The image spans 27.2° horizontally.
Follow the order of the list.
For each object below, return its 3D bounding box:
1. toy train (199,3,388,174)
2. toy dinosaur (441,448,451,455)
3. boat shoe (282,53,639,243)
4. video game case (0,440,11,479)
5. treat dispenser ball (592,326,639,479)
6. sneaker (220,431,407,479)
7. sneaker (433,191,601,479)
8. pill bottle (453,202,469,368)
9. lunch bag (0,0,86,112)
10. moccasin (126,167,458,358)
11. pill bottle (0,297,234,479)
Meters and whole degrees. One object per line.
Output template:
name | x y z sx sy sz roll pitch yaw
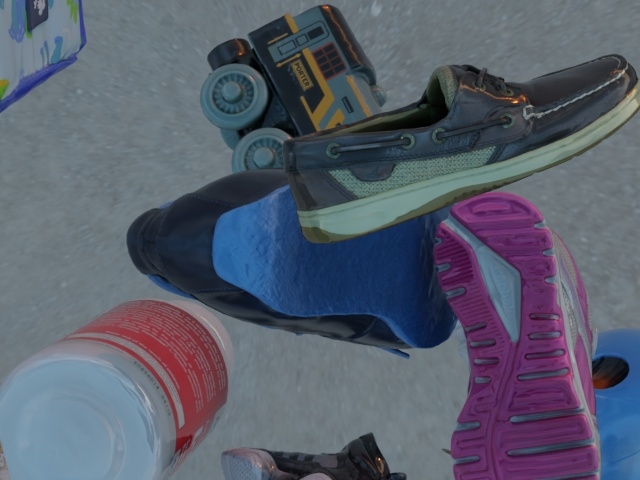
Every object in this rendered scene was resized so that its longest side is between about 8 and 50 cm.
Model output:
toy train | 0.000 -0.099 1.455 0.190 0.142 0.334 -28 73 2
toy dinosaur | 0.186 0.331 1.649 0.112 0.211 0.064 0 135 18
boat shoe | 0.058 -0.046 0.528 0.152 0.056 0.049 -24 107 -9
video game case | -0.207 0.114 0.452 0.026 0.227 0.206 -30 72 44
treat dispenser ball | 0.324 0.232 1.339 0.288 0.288 0.288 0 94 -1
sneaker | -0.007 0.309 1.723 0.153 0.269 0.101 -21 109 -35
sneaker | 0.149 0.088 0.914 0.103 0.111 0.252 -2 95 24
pill bottle | 0.175 0.025 1.712 0.152 0.152 0.272 -31 86 1
lunch bag | -0.155 -0.125 0.528 0.096 0.129 0.151 -24 105 16
moccasin | 0.000 0.000 0.890 0.117 0.342 0.137 4 81 28
pill bottle | -0.253 0.205 1.757 0.229 0.408 0.229 2 100 12
